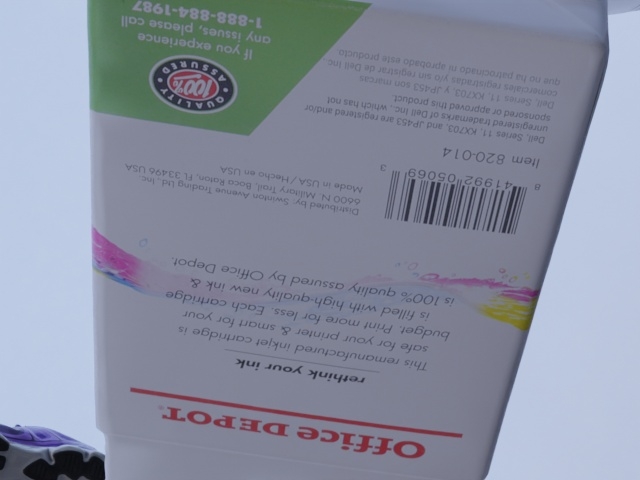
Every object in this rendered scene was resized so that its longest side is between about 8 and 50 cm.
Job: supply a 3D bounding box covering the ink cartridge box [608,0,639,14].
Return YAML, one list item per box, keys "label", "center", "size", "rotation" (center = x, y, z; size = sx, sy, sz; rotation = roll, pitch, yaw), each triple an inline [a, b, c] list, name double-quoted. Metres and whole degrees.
- label: "ink cartridge box"
  center: [0.301, -0.354, 1.482]
  size: [0.307, 0.129, 0.223]
  rotation: [-13, -100, -29]

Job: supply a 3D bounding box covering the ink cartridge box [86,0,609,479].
- label: "ink cartridge box"
  center: [0.000, 0.000, 0.702]
  size: [0.119, 0.207, 0.354]
  rotation: [-82, 0, -46]

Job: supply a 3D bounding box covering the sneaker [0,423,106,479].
- label: "sneaker"
  center: [-0.231, 0.157, 1.028]
  size: [0.169, 0.071, 0.068]
  rotation: [18, -85, -21]
